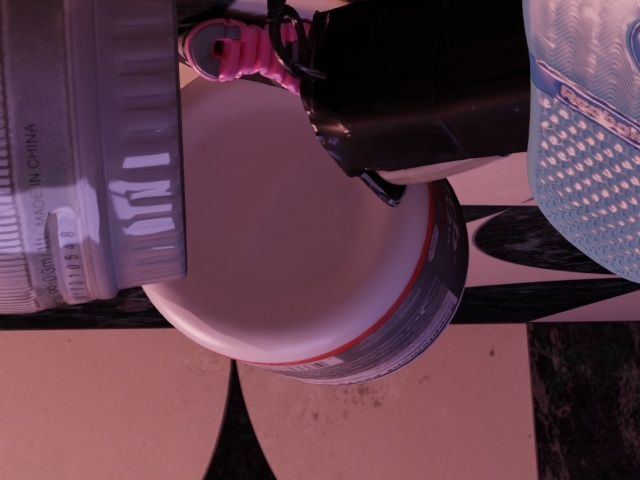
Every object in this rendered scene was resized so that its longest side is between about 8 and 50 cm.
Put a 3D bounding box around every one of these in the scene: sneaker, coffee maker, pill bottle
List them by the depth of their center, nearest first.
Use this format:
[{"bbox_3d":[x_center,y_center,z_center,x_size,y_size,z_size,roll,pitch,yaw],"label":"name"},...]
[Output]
[{"bbox_3d":[0.203,-0.128,0.905,0.127,0.208,0.319,39,161,15],"label":"sneaker"},{"bbox_3d":[0.088,-0.097,1.081,0.178,0.120,0.171,-9,168,31],"label":"coffee maker"},{"bbox_3d":[-0.044,-0.119,1.168,0.119,0.047,0.057,8,-179,-36],"label":"sneaker"},{"bbox_3d":[0.000,0.000,1.374,0.210,0.210,0.363,-5,171,10],"label":"pill bottle"}]

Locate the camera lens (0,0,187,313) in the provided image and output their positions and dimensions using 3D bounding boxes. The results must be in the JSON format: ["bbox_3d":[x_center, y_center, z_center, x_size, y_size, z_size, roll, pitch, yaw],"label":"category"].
[{"bbox_3d":[-0.199,-0.074,0.804,0.274,0.219,0.219,-2,171,-4],"label":"camera lens"}]
